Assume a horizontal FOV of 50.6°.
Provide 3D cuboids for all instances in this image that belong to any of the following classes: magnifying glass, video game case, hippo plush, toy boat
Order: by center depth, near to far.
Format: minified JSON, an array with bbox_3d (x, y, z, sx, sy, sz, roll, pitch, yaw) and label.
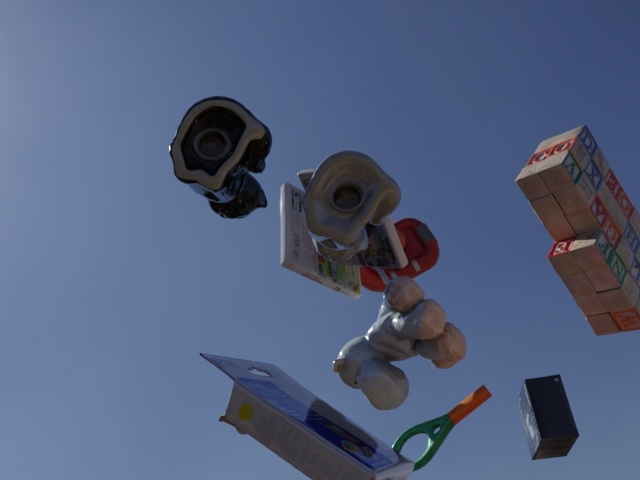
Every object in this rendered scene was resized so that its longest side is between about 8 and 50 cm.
[{"bbox_3d":[0.057,-0.042,1.236,0.023,0.183,0.201,-36,-68,-34],"label":"video game case"},{"bbox_3d":[0.230,0.357,1.295,0.231,0.092,0.026,-38,-68,3],"label":"magnifying glass"},{"bbox_3d":[0.131,0.210,1.407,0.236,0.294,0.234,-42,-36,-9],"label":"hippo plush"},{"bbox_3d":[0.000,0.000,1.481,0.206,0.227,0.026,26,-48,-30],"label":"video game case"},{"bbox_3d":[0.177,0.023,1.656,0.231,0.151,0.151,-28,-26,-7],"label":"toy boat"}]

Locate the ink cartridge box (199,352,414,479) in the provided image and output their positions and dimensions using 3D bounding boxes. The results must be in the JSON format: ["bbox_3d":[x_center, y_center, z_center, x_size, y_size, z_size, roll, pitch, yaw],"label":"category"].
[{"bbox_3d":[-0.020,0.289,1.048,0.072,0.307,0.303,-61,-23,-3],"label":"ink cartridge box"}]

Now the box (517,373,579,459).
[{"bbox_3d":[0.555,0.436,1.664,0.093,0.156,0.158,-7,-36,2],"label":"box"}]

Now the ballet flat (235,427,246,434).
[{"bbox_3d":[-0.165,0.475,1.824,0.168,0.057,0.052,-32,-66,16],"label":"ballet flat"}]

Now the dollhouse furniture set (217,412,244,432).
[{"bbox_3d":[-0.103,0.324,1.235,0.151,0.059,0.076,29,-39,-12],"label":"dollhouse furniture set"}]

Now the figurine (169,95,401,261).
[{"bbox_3d":[-0.034,-0.044,0.708,0.214,0.092,0.209,23,-11,3],"label":"figurine"}]

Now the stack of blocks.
[{"bbox_3d":[0.442,-0.015,1.104,0.087,0.171,0.297,-21,-70,47],"label":"stack of blocks"}]
